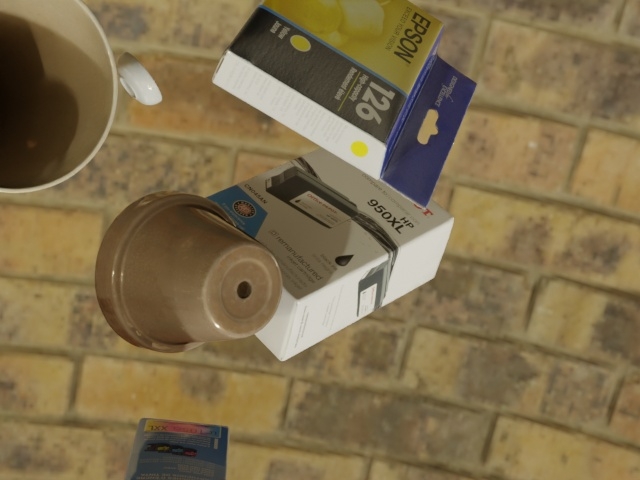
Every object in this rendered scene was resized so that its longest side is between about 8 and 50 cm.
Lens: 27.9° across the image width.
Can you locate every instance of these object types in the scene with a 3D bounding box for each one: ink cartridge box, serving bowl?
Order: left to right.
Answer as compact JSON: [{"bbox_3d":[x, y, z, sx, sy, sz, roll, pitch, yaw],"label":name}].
[{"bbox_3d":[-0.253,-0.216,1.760,0.027,0.083,0.083,-40,-134,-15],"label":"serving bowl"},{"bbox_3d":[-0.209,0.440,1.807,0.151,0.270,0.395,4,-170,-5],"label":"ink cartridge box"},{"bbox_3d":[0.000,0.000,2.331,0.395,0.166,0.285,-26,-123,-36],"label":"ink cartridge box"},{"bbox_3d":[0.054,-0.222,1.646,0.307,0.072,0.303,29,-137,-3],"label":"ink cartridge box"}]

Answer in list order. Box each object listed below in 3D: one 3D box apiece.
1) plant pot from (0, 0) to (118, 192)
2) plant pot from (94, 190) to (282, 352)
[{"bbox_3d":[-0.420,-0.178,1.558,0.256,0.256,0.274,-6,-178,-33],"label":"plant pot"},{"bbox_3d":[-0.186,0.061,2.008,0.263,0.263,0.229,-9,-167,-38],"label":"plant pot"}]
